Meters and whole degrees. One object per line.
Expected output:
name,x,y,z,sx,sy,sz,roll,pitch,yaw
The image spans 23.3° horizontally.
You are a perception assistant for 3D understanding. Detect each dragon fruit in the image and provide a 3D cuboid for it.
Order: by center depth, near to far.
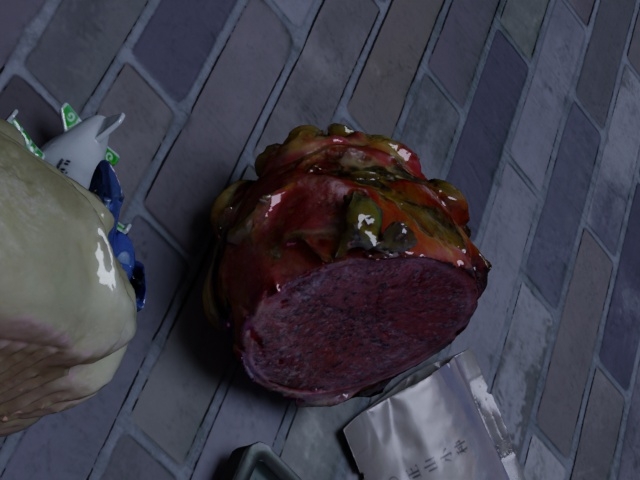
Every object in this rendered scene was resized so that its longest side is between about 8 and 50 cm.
dragon fruit,0.000,0.000,1.702,0.296,0.314,0.263,22,41,-44

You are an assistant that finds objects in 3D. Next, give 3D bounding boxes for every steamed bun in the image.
steamed bun,-0.330,0.015,1.232,0.352,0.339,0.247,19,52,-47

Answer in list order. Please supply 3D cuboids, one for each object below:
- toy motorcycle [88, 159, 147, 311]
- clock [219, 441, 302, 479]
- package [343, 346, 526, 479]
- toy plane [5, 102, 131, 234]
toy motorcycle,-0.221,0.026,1.512,0.114,0.076,0.205,-43,142,-34
clock,-0.044,0.394,1.638,0.279,0.049,0.273,49,42,-25
package,0.138,0.271,1.912,0.250,0.062,0.204,-26,96,-39
toy plane,-0.257,-0.061,1.548,0.174,0.080,0.174,10,75,-43
